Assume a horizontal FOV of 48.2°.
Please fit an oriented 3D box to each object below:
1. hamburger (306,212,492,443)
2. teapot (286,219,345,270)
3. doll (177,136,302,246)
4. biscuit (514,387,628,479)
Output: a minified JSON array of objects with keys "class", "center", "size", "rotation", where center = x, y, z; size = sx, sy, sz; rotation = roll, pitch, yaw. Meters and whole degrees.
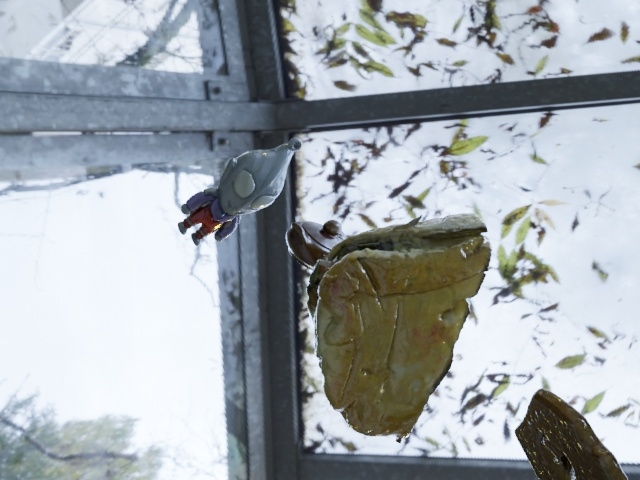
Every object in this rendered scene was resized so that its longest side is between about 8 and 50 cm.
[{"class":"hamburger","center":[0.075,0.092,0.969],"size":[0.209,0.162,0.330],"rotation":[17,-71,-15]},{"class":"teapot","center":[0.000,0.000,1.110],"size":[0.078,0.129,0.098],"rotation":[-54,-129,18]},{"class":"doll","center":[-0.117,-0.079,1.079],"size":[0.227,0.102,0.075],"rotation":[-37,-137,7]},{"class":"biscuit","center":[0.346,0.307,0.944],"size":[0.215,0.034,0.182],"rotation":[54,-21,33]}]
